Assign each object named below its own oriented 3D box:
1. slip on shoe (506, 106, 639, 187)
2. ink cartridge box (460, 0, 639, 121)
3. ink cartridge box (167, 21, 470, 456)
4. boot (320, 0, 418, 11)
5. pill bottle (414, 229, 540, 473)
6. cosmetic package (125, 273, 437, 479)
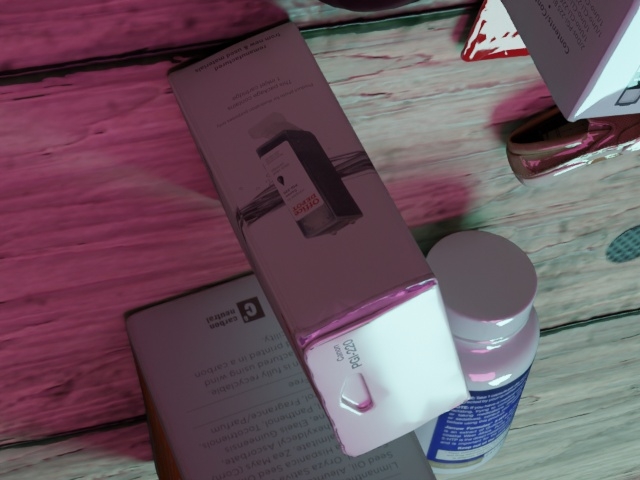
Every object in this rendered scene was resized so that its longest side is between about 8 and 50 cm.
[{"bbox_3d":[0.192,-0.084,1.387,0.135,0.051,0.041,-24,135,8],"label":"slip on shoe"},{"bbox_3d":[0.279,-0.174,1.243,0.309,0.130,0.272,-7,143,-26],"label":"ink cartridge box"},{"bbox_3d":[0.000,0.000,1.218,0.092,0.218,0.158,-24,147,-2],"label":"ink cartridge box"},{"bbox_3d":[0.015,-0.256,0.804,0.284,0.377,0.138,-16,149,-47],"label":"boot"},{"bbox_3d":[0.104,0.082,1.496,0.112,0.112,0.187,-13,145,-18],"label":"pill bottle"},{"bbox_3d":[0.016,0.261,1.374,0.161,0.453,0.230,-18,145,-11],"label":"cosmetic package"}]
